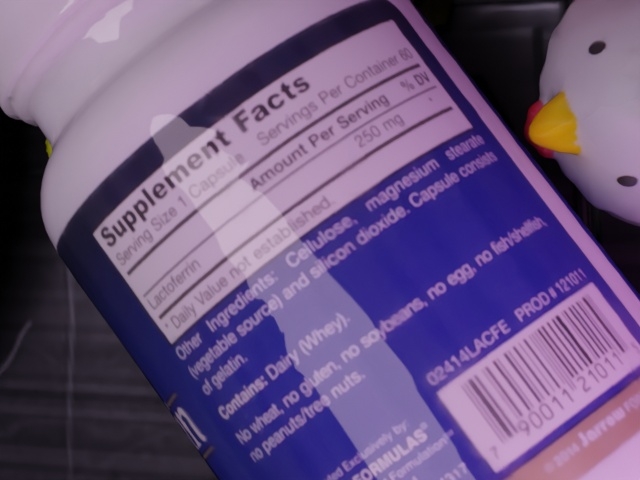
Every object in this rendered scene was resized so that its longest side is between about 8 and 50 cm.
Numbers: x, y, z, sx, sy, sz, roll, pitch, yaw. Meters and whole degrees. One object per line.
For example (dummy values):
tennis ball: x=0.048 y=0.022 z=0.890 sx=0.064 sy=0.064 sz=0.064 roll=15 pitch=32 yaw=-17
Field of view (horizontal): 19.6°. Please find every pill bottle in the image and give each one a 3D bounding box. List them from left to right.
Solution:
pill bottle: x=0.000 y=0.000 z=0.638 sx=0.153 sy=0.153 sz=0.264 roll=-40 pitch=81 yaw=27

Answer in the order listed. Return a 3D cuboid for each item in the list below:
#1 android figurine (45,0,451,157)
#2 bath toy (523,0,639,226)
android figurine: x=-0.080 y=-0.144 z=0.760 sx=0.273 sy=0.056 sz=0.248 roll=2 pitch=100 yaw=25
bath toy: x=0.075 y=-0.166 z=0.625 sx=0.151 sy=0.129 sz=0.348 roll=-18 pitch=92 yaw=16
